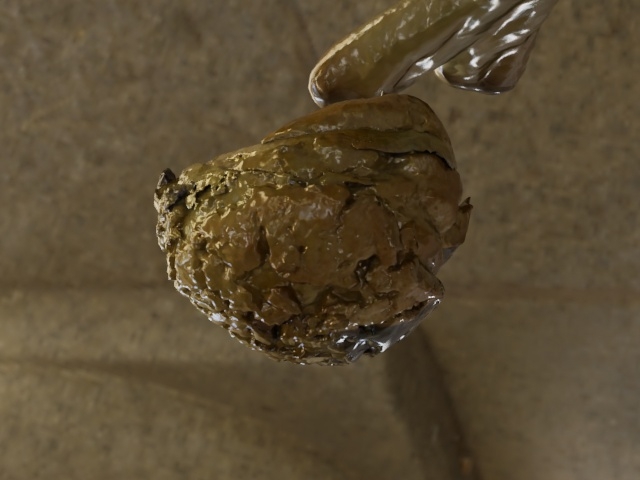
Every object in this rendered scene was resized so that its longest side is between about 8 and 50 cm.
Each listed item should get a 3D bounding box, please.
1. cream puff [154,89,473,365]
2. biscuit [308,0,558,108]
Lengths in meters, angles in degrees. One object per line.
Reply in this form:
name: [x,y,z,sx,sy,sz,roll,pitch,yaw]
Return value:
cream puff: [0.000,0.000,0.684,0.133,0.104,0.119,-8,172,-45]
biscuit: [0.101,-0.140,0.904,0.164,0.047,0.208,-13,160,-40]
